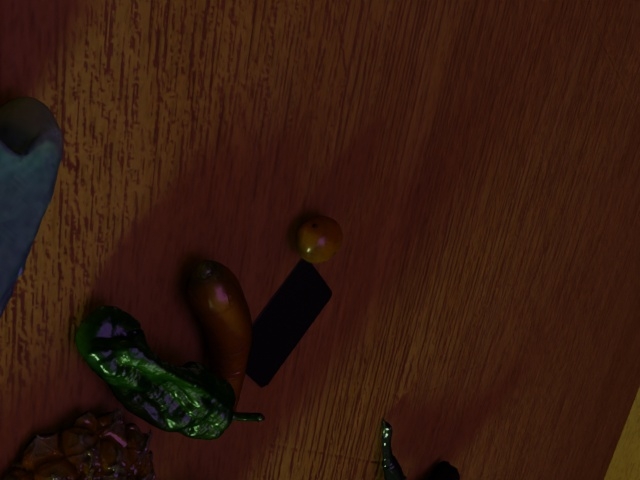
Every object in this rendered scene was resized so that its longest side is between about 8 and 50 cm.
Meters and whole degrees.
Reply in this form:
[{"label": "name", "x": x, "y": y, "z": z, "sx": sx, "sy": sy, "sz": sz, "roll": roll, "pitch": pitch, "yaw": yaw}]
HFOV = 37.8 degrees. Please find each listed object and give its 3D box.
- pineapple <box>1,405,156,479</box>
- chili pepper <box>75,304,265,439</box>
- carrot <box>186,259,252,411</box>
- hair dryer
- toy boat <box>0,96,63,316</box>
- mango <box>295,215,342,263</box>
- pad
[{"label": "pineapple", "x": -0.245, "y": 0.277, "z": 0.955, "sx": 0.225, "sy": 0.076, "sz": 0.225, "roll": -28, "pitch": 133, "yaw": -35}, {"label": "chili pepper", "x": -0.161, "y": 0.147, "z": 0.969, "sx": 0.100, "sy": 0.074, "sz": 0.257, "roll": -30, "pitch": 144, "yaw": 12}, {"label": "carrot", "x": -0.107, "y": 0.119, "z": 1.055, "sx": 0.271, "sy": 0.062, "sz": 0.066, "roll": 86, "pitch": 11, "yaw": -46}, {"label": "hair dryer", "x": 0.156, "y": 0.422, "z": 1.633, "sx": 0.304, "sy": 0.120, "sz": 0.359, "roll": -45, "pitch": 136, "yaw": -40}, {"label": "toy boat", "x": -0.321, "y": 0.002, "z": 0.642, "sx": 0.330, "sy": 0.123, "sz": 0.215, "roll": -66, "pitch": 157, "yaw": -14}, {"label": "mango", "x": 0.000, "y": 0.000, "z": 1.125, "sx": 0.060, "sy": 0.046, "sz": 0.089, "roll": -59, "pitch": 160, "yaw": -1}, {"label": "pad", "x": -0.046, "y": 0.105, "z": 1.176, "sx": 0.157, "sy": 0.003, "sz": 0.112, "roll": -53, "pitch": 146, "yaw": -14}]
